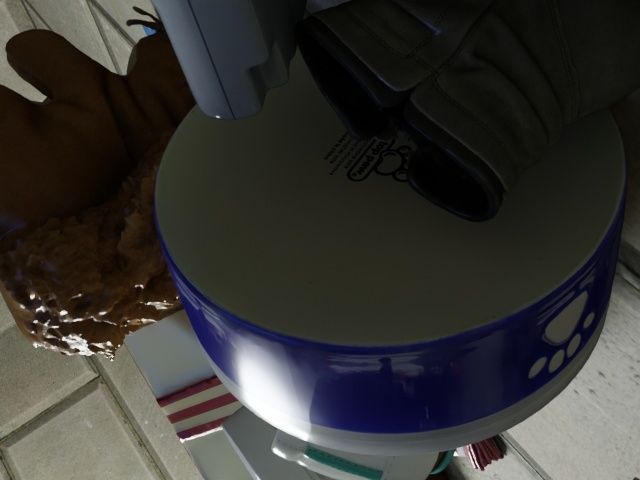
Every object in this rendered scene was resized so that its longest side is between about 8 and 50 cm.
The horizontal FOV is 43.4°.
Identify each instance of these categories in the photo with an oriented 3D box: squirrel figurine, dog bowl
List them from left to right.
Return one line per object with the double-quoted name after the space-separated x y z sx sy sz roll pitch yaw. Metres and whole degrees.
-0.200 -0.078 0.883 0.397 0.370 0.281 47 150 31 "squirrel figurine"
0.040 -0.015 0.481 0.265 0.265 0.104 45 159 37 "dog bowl"

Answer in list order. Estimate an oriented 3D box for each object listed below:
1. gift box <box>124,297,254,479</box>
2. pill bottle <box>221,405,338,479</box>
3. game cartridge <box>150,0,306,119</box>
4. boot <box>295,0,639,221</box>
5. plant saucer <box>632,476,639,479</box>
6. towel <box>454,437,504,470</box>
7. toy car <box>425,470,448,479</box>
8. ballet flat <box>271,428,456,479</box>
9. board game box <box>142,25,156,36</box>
-0.030 0.134 0.879 0.258 0.276 0.255 -25 102 39 "gift box"
0.058 0.125 0.689 0.152 0.272 0.152 50 164 20 "pill bottle"
-0.048 -0.227 0.409 0.297 0.062 0.198 -82 -24 -45 "game cartridge"
0.050 -0.137 0.397 0.246 0.161 0.083 51 163 19 "boot"
0.284 0.276 0.647 0.168 0.029 0.168 -25 -90 -84 "plant saucer"
0.110 0.191 1.115 0.237 0.037 0.329 58 165 -1 "towel"
0.179 0.432 1.221 0.188 0.149 0.155 32 165 33 "toy car"
0.000 0.000 0.614 0.400 0.139 0.139 -99 -7 -46 "ballet flat"
-0.199 -0.260 1.165 0.133 0.033 0.168 59 170 -27 "board game box"
